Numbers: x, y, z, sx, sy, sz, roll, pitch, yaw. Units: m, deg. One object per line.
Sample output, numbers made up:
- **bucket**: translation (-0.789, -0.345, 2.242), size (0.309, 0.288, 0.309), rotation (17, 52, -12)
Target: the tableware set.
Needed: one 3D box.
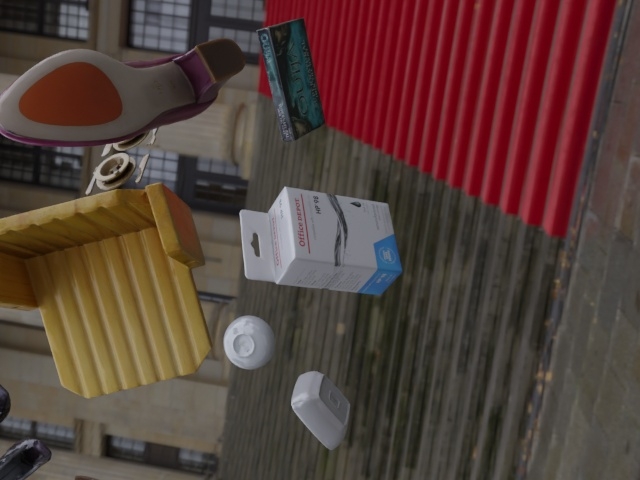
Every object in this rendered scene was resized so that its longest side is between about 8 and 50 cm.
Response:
- **tableware set**: translation (-0.394, -0.180, 1.524), size (0.039, 0.128, 0.194), rotation (59, -151, -43)

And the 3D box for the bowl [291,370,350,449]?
- **bowl**: translation (0.010, 0.337, 1.575), size (0.142, 0.053, 0.142), rotation (51, -161, -11)

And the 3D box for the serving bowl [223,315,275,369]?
- **serving bowl**: translation (-0.112, 0.157, 1.176), size (0.027, 0.083, 0.083), rotation (-10, -71, -74)

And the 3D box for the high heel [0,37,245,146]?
- **high heel**: translation (-0.281, -0.179, 1.054), size (0.377, 0.181, 0.127), rotation (-22, -89, -42)

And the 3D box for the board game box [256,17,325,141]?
- **board game box**: translation (-0.046, -0.270, 1.298), size (0.126, 0.026, 0.186), rotation (-41, -57, -56)

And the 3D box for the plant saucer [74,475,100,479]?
- **plant saucer**: translation (-0.307, 0.432, 1.149), size (0.198, 0.036, 0.198), rotation (57, 164, 26)

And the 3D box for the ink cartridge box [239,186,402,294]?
- **ink cartridge box**: translation (0.000, 0.000, 0.931), size (0.060, 0.180, 0.104), rotation (-51, 39, 48)

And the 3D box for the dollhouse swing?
- **dollhouse swing**: translation (-0.381, 0.111, 1.355), size (0.315, 0.347, 0.304), rotation (73, -177, -81)

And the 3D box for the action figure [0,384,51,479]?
- **action figure**: translation (-0.380, 0.257, 0.681), size (0.099, 0.185, 0.285), rotation (-23, 18, 48)
